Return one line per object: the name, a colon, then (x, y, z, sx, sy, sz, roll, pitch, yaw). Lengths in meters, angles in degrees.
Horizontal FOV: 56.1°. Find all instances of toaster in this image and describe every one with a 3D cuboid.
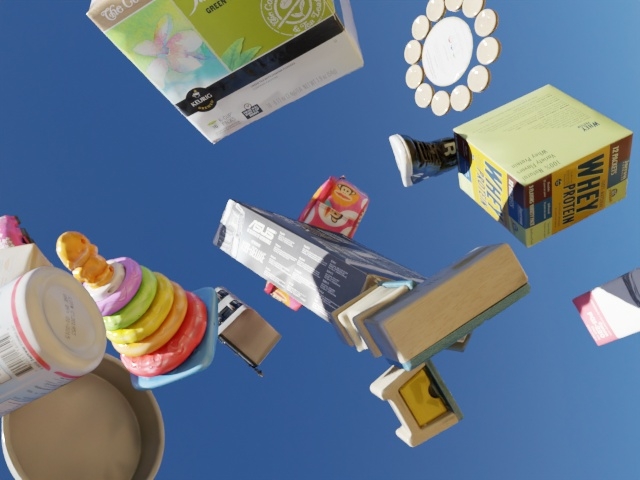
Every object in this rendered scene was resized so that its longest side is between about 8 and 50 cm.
toaster: (-0.202, 0.217, 1.483, 0.110, 0.168, 0.185, -48, -55, -11)

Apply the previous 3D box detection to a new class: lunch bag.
lunch bag: (0.000, 0.000, 1.323, 0.120, 0.258, 0.293, 32, -82, 1)

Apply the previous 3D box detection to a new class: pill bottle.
pill bottle: (-0.251, 0.090, 0.451, 0.087, 0.160, 0.087, 62, -173, -14)

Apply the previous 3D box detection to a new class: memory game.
memory game: (0.191, -0.277, 0.887, 0.012, 0.186, 0.186, -4, -97, -36)

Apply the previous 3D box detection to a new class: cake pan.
cake pan: (-0.409, 0.329, 1.041, 0.293, 0.054, 0.293, 35, -147, -28)

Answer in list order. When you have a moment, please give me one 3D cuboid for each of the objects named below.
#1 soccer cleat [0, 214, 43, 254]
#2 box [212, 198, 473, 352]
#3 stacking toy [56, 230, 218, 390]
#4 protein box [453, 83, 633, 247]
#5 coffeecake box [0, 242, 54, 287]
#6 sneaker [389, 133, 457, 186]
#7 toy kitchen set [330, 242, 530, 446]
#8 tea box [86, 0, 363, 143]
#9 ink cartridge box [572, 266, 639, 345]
soccer cleat: (-0.574, 0.070, 1.085, 0.143, 0.331, 0.116, -28, -43, -17)
box: (0.030, 0.046, 0.834, 0.243, 0.307, 0.076, 17, -83, -42)
stacking toy: (-0.302, 0.090, 0.933, 0.301, 0.166, 0.175, 56, -159, -44)
protein box: (0.367, -0.130, 1.011, 0.200, 0.201, 0.135, -26, -48, -7)
coffeecake box: (-0.372, 0.092, 0.601, 0.068, 0.186, 0.142, 82, 177, -54)
sneaker: (0.196, -0.162, 1.087, 0.217, 0.121, 0.079, 22, -131, -79)
toy kitchen set: (0.115, 0.108, 0.549, 0.122, 0.207, 0.166, -31, -88, -12)
tea box: (-0.149, -0.398, 1.026, 0.323, 0.329, 0.219, 46, -152, -43)
ink cartridge box: (0.537, 0.075, 0.934, 0.159, 0.218, 0.092, -14, -110, -27)
